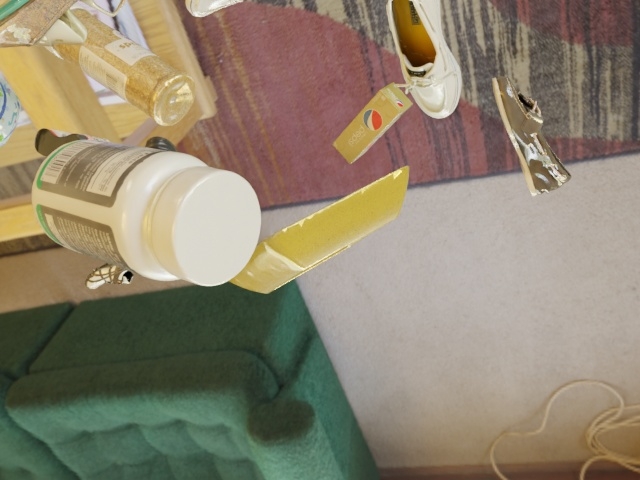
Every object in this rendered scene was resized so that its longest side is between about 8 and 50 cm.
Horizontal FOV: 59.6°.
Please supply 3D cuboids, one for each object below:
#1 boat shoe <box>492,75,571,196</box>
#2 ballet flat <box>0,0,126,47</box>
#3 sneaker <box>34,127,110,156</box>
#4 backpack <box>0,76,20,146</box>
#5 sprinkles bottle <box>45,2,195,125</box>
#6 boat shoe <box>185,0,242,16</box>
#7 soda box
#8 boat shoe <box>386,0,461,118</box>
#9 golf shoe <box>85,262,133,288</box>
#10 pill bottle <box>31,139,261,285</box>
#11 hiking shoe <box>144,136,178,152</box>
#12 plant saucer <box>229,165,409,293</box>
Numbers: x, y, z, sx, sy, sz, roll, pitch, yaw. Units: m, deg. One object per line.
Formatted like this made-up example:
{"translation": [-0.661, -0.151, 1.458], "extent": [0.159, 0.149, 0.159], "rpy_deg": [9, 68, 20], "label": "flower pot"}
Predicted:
{"translation": [0.464, -0.235, 1.222], "extent": [0.095, 0.112, 0.335], "rpy_deg": [-20, 132, 22], "label": "boat shoe"}
{"translation": [-0.360, -0.355, 0.817], "extent": [0.316, 0.107, 0.106], "rpy_deg": [-36, 129, 7], "label": "ballet flat"}
{"translation": [-0.787, -0.299, 1.795], "extent": [0.270, 0.145, 0.090], "rpy_deg": [10, 92, 33], "label": "sneaker"}
{"translation": [-0.959, -0.365, 1.418], "extent": [0.355, 0.290, 0.273], "rpy_deg": [11, 166, 16], "label": "backpack"}
{"translation": [-0.431, -0.376, 1.178], "extent": [0.355, 0.121, 0.121], "rpy_deg": [35, 128, 15], "label": "sprinkles bottle"}
{"translation": [-0.197, -0.602, 1.301], "extent": [0.258, 0.084, 0.095], "rpy_deg": [-37, 153, 7], "label": "boat shoe"}
{"translation": [0.104, -0.239, 1.157], "extent": [0.061, 0.058, 0.181], "rpy_deg": [48, 136, 0], "label": "soda box"}
{"translation": [0.219, -0.387, 1.215], "extent": [0.136, 0.156, 0.367], "rpy_deg": [8, 145, 27], "label": "boat shoe"}
{"translation": [-0.597, 0.101, 1.608], "extent": [0.198, 0.077, 0.094], "rpy_deg": [-36, 95, 27], "label": "golf shoe"}
{"translation": [-0.286, -0.049, 0.909], "extent": [0.361, 0.204, 0.204], "rpy_deg": [14, 132, 35], "label": "pill bottle"}
{"translation": [-0.361, -0.127, 1.295], "extent": [0.086, 0.114, 0.227], "rpy_deg": [-7, 130, -12], "label": "hiking shoe"}
{"translation": [0.000, 0.000, 1.121], "extent": [0.081, 0.332, 0.333], "rpy_deg": [59, 153, 3], "label": "plant saucer"}
